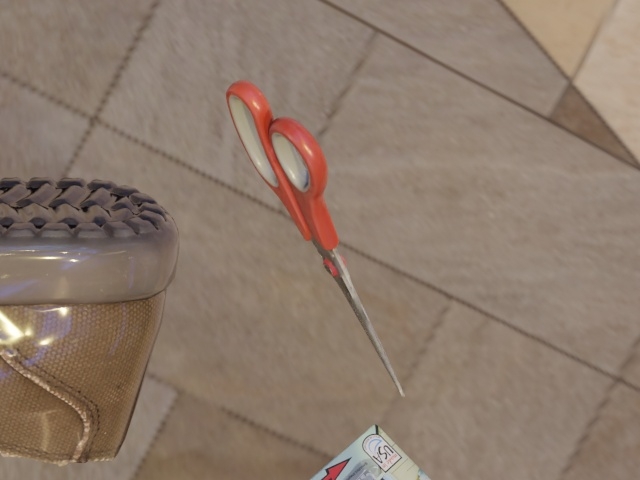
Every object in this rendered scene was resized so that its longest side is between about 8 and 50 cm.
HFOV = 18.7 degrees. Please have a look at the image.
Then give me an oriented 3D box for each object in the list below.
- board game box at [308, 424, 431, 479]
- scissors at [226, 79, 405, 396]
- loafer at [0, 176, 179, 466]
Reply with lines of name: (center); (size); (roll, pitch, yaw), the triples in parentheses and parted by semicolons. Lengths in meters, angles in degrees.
board game box: (0.013, 0.292, 1.366); (0.213, 0.317, 0.046); (45, 136, 9)
scissors: (0.000, 0.000, 1.510); (0.021, 0.109, 0.297); (-39, 133, -19)
loafer: (-0.241, 0.048, 0.806); (0.366, 0.134, 0.130); (1, 104, 7)
